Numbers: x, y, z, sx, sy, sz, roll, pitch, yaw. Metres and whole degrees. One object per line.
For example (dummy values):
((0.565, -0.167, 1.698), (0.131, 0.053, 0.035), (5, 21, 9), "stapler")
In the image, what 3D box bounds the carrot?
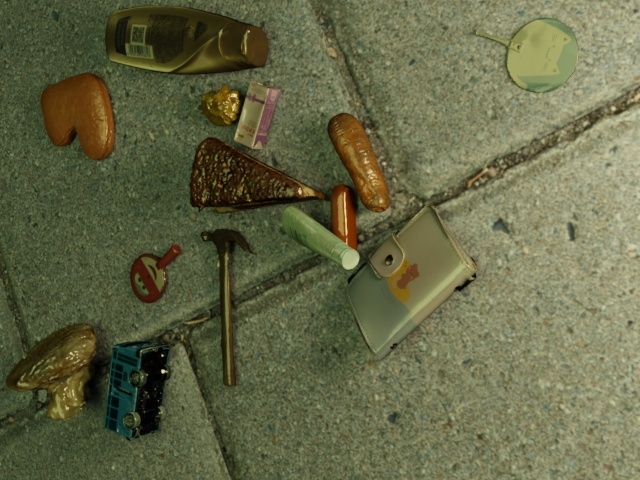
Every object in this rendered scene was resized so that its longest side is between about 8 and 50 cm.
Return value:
((0.068, -0.131, 1.614), (0.060, 0.060, 0.186), (-33, 76, 30), "carrot")

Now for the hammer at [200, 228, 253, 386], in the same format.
((-0.176, 0.126, 1.801), (0.125, 0.027, 0.297), (0, 91, 38), "hammer")

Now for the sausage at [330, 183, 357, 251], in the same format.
((0.039, -0.031, 1.643), (0.039, 0.041, 0.131), (-2, 90, 52), "sausage")

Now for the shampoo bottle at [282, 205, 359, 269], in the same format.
((0.000, 0.000, 1.626), (0.191, 0.041, 0.069), (33, 144, 51), "shampoo bottle")

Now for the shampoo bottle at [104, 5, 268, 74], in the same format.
((-0.254, -0.374, 1.806), (0.350, 0.084, 0.125), (10, 99, 33), "shampoo bottle")

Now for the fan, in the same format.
((0.312, -0.293, 1.476), (0.175, 0.005, 0.113), (28, 107, 29), "fan")

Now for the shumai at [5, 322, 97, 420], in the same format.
((-0.532, 0.277, 1.989), (0.210, 0.161, 0.153), (-32, 103, -1), "shumai")

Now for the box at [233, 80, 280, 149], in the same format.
((-0.115, -0.226, 1.745), (0.051, 0.036, 0.117), (24, 104, 32), "box")

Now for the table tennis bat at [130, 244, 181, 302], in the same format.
((-0.327, 0.060, 1.907), (0.155, 0.019, 0.098), (-42, 69, 30), "table tennis bat")

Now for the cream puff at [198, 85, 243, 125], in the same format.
((-0.184, -0.247, 1.777), (0.083, 0.058, 0.083), (35, 112, 26), "cream puff")

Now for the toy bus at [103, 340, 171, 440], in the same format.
((-0.362, 0.287, 1.891), (0.106, 0.090, 0.184), (14, 99, 35), "toy bus")

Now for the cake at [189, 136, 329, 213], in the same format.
((-0.111, -0.124, 1.701), (0.246, 0.112, 0.135), (-6, 86, 34), "cake")

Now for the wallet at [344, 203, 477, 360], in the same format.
((0.142, 0.067, 1.562), (0.231, 0.069, 0.170), (-45, 50, 22), "wallet")

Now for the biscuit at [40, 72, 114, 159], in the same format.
((-0.510, -0.250, 2.010), (0.192, 0.036, 0.186), (-11, 87, 35), "biscuit")
